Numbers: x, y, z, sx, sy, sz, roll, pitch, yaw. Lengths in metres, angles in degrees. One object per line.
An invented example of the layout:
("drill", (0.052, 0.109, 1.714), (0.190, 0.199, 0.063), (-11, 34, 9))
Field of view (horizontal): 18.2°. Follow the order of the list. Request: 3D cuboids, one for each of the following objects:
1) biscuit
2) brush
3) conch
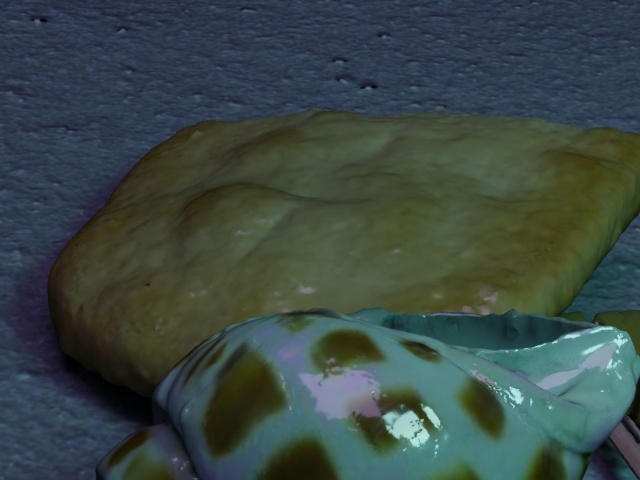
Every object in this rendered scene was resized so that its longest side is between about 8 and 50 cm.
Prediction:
("biscuit", (0.000, -0.001, 1.549), (0.429, 0.104, 0.446), (8, 29, 24))
("brush", (0.229, 0.128, 1.423), (0.103, 0.047, 0.233), (-5, 30, -13))
("conch", (0.014, 0.133, 1.233), (0.368, 0.197, 0.249), (7, 18, -10))
